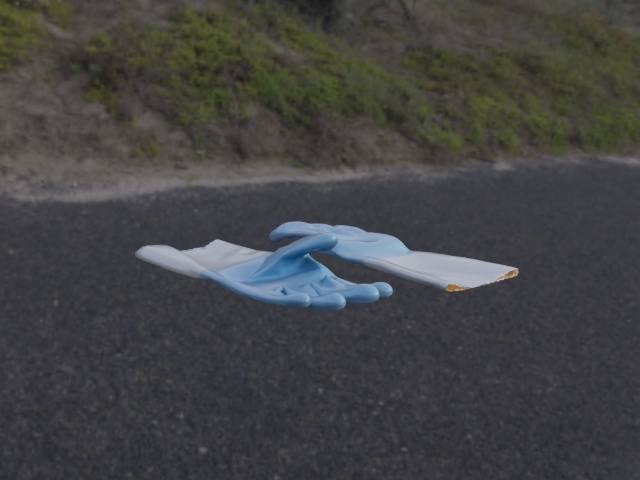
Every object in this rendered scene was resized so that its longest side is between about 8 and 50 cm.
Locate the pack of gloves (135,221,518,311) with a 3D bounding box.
[{"bbox_3d":[0.000,0.000,0.658,0.195,0.046,0.232,-11,16,-39],"label":"pack of gloves"}]
